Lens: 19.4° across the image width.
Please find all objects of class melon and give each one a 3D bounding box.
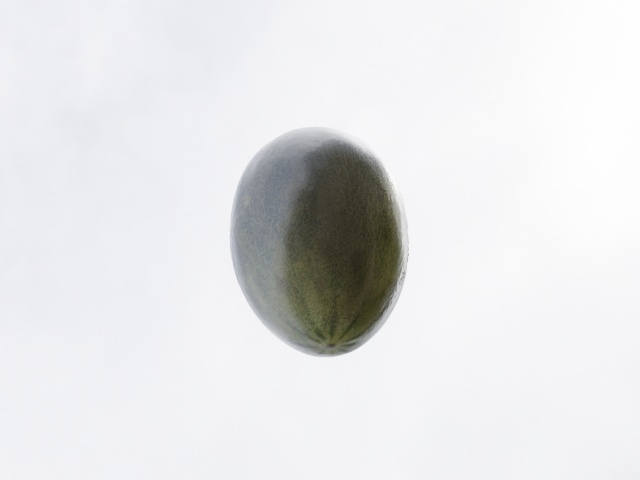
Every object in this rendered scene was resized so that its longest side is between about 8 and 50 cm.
[{"bbox_3d":[0.000,0.000,1.007,0.098,0.098,0.130,15,-127,-40],"label":"melon"}]
